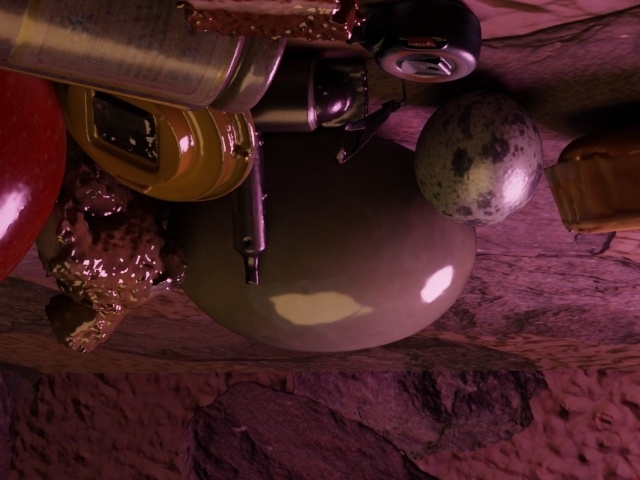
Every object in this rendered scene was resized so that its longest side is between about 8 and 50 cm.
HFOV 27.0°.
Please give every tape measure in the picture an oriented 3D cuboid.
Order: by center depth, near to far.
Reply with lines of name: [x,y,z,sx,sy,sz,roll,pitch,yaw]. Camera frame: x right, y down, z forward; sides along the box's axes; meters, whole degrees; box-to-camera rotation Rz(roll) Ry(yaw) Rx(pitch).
tape measure: [0.079,-0.127,1.170,0.107,0.180,0.104,-3,148,31]

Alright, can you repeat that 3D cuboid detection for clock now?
clock: [-0.173,-0.117,1.265,0.237,0.057,0.237,21,141,18]

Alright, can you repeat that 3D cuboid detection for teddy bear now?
teddy bear: [-0.244,-0.038,1.458,0.156,0.256,0.267,-13,155,-13]

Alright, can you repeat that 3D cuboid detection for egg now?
egg: [0.162,-0.087,1.366,0.132,0.132,0.172,4,156,3]
egg: [0.000,0.000,1.512,0.352,0.258,0.258,6,166,2]

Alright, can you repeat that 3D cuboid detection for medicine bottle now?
medicine bottle: [-0.192,-0.195,1.001,0.322,0.151,0.151,11,165,-25]

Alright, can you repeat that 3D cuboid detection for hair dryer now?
hair dryer: [-0.048,-0.067,1.348,0.195,0.248,0.078,2,-155,8]

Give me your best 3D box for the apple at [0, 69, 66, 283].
apple: [-0.413,-0.077,1.218,0.348,0.277,0.348,4,148,3]

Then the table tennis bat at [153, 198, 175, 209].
table tennis bat: [-0.203,-0.020,1.928,0.224,0.054,0.368,-1,161,13]

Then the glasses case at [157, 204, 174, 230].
glasses case: [-0.100,-0.032,1.744,0.299,0.060,0.114,-12,157,30]

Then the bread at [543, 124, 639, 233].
bread: [0.366,-0.072,1.383,0.241,0.107,0.136,-6,-178,38]

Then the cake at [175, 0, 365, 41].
cake: [-0.036,-0.222,0.896,0.134,0.135,0.147,4,161,6]
